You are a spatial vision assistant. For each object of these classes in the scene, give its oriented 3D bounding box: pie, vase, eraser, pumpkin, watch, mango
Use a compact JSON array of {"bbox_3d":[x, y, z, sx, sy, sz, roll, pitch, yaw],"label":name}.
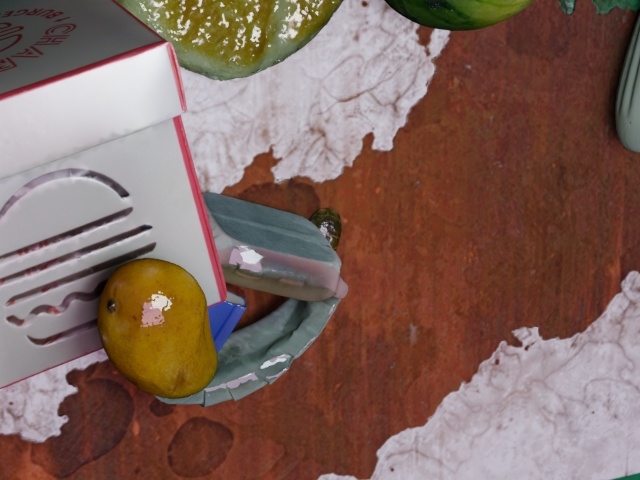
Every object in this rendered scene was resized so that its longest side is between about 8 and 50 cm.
[{"bbox_3d":[-0.093,-0.334,1.763,0.323,0.070,0.323,-11,115,-24],"label":"pie"},{"bbox_3d":[0.450,-0.234,2.013,0.128,0.128,0.248,2,99,-24],"label":"vase"},{"bbox_3d":[-0.131,0.091,1.776,0.063,0.027,0.084,22,117,-21],"label":"eraser"},{"bbox_3d":[0.001,0.000,1.955,0.050,0.028,0.083,15,99,-26],"label":"pumpkin"},{"bbox_3d":[-0.118,0.085,1.868,0.253,0.162,0.241,14,109,-23],"label":"watch"},{"bbox_3d":[-0.160,0.090,1.538,0.115,0.089,0.165,-27,131,-26],"label":"mango"}]

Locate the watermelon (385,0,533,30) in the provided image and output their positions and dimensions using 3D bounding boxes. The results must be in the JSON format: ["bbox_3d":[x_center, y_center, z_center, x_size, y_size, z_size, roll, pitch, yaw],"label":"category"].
[{"bbox_3d":[0.162,-0.355,1.769,0.242,0.242,0.242,-8,113,-21],"label":"watermelon"}]

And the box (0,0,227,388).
[{"bbox_3d":[-0.309,-0.065,1.628,0.314,0.312,0.300,-21,119,-16],"label":"box"}]
